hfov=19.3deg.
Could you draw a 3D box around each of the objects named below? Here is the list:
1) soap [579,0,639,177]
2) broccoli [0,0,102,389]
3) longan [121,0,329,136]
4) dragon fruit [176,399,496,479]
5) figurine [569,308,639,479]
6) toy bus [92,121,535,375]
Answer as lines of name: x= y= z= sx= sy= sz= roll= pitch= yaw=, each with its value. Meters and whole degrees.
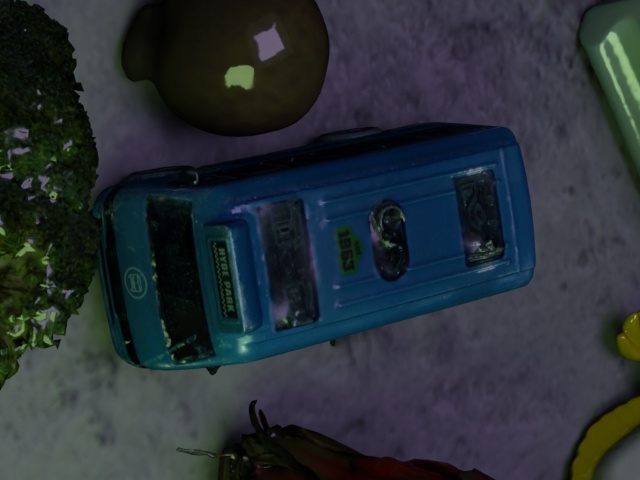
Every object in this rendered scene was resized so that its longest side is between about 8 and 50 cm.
soap: x=0.312 y=-0.072 z=1.334 sx=0.173 sy=0.095 sz=0.290 roll=-37 pitch=111 yaw=-29
broccoli: x=-0.255 y=-0.018 z=0.837 sx=0.303 sy=0.321 sz=0.283 roll=1 pitch=121 yaw=-26
longan: x=-0.055 y=-0.112 z=1.075 sx=0.119 sy=0.106 sz=0.106 roll=1 pitch=90 yaw=6
dragon fruit: x=0.026 y=0.221 z=1.088 sx=0.293 sy=0.234 sz=0.234 roll=37 pitch=66 yaw=3
figurine: x=0.244 y=0.143 z=1.303 sx=0.129 sy=0.109 sz=0.178 roll=21 pitch=78 yaw=-7
toy bus: x=0.000 y=0.000 z=1.087 sx=0.246 sy=0.134 sz=0.114 roll=-13 pitch=98 yaw=-36
